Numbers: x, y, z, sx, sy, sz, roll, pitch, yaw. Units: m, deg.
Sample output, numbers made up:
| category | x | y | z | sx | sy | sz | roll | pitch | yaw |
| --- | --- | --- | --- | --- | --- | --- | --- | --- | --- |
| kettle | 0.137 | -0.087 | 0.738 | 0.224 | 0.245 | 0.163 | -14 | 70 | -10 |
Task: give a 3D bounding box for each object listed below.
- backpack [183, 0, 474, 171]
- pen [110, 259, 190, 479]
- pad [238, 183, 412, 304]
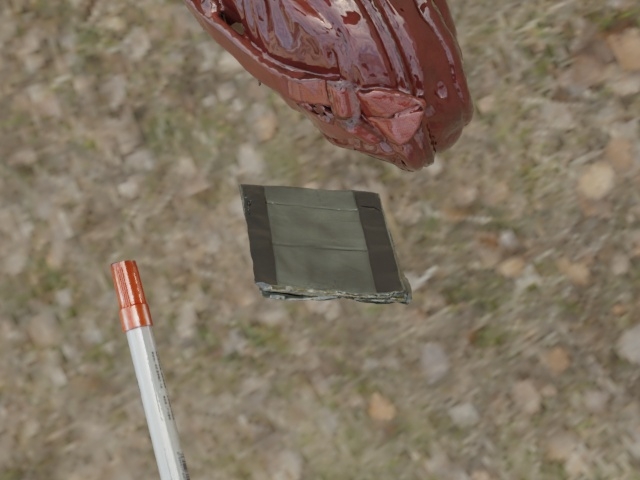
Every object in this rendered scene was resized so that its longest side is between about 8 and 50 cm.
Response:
| category | x | y | z | sx | sy | sz | roll | pitch | yaw |
| --- | --- | --- | --- | --- | --- | --- | --- | --- | --- |
| backpack | 0.016 | -0.139 | 1.221 | 0.229 | 0.139 | 0.229 | 49 | 169 | 13 |
| pen | -0.147 | 0.131 | 1.577 | 0.028 | 0.028 | 0.239 | -26 | 74 | 42 |
| pad | 0.000 | 0.001 | 1.995 | 0.233 | 0.174 | 0.022 | -106 | 22 | -57 |
